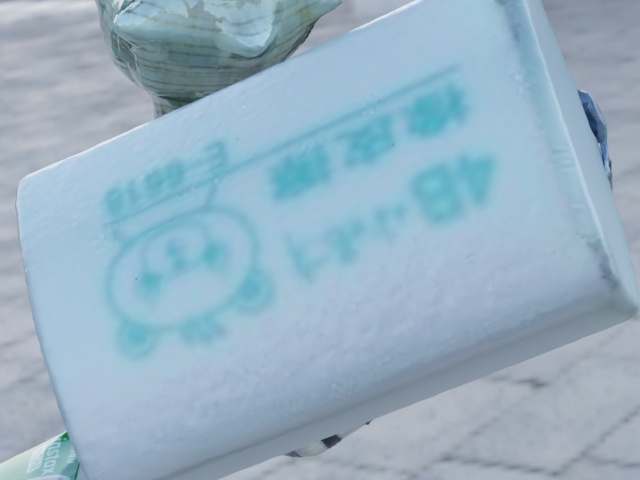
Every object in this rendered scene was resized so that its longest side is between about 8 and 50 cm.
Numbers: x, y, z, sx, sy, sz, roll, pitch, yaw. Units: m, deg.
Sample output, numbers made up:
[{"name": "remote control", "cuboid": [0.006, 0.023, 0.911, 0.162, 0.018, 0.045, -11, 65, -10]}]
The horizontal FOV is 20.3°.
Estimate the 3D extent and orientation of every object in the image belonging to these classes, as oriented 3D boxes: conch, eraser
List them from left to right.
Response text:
[{"name": "conch", "cuboid": [-0.071, -0.132, 1.007, 0.137, 0.234, 0.114, 29, 23, -14]}, {"name": "eraser", "cuboid": [0.000, 0.000, 0.905, 0.290, 0.189, 0.104, -23, -18, 14]}]

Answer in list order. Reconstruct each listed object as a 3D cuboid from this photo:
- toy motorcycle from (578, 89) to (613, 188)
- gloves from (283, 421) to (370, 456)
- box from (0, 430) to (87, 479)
[{"name": "toy motorcycle", "cuboid": [0.109, -0.020, 1.394, 0.260, 0.206, 0.154, -36, 26, 36]}, {"name": "gloves", "cuboid": [-0.054, 0.134, 1.582, 0.218, 0.140, 0.131, -22, 46, -12]}, {"name": "box", "cuboid": [-0.213, 0.302, 1.540, 0.103, 0.180, 0.250, -25, 31, 17]}]
